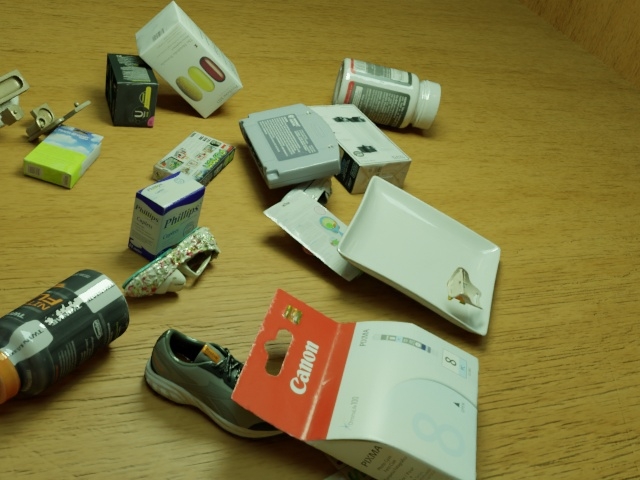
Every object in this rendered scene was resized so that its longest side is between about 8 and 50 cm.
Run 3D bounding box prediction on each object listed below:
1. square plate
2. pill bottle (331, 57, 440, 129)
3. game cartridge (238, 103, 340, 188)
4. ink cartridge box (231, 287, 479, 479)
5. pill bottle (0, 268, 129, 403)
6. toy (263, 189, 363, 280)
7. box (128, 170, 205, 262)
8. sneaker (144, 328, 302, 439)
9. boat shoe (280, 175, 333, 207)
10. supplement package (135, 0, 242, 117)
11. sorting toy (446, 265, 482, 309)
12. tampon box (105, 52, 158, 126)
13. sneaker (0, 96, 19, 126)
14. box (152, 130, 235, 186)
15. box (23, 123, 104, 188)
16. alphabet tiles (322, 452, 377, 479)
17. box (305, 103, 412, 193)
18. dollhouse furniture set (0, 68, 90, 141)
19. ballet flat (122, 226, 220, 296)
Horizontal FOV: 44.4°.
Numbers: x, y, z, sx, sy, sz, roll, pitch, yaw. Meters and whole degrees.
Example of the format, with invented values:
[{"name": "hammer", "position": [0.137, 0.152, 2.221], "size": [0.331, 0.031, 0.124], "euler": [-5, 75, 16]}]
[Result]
[{"name": "square plate", "position": [0.217, 0.030, 1.688], "size": [0.344, 0.049, 0.347], "euler": [30, 35, -1]}, {"name": "pill bottle", "position": [0.186, -0.411, 2.235], "size": [0.283, 0.161, 0.161], "euler": [12, 35, -8]}, {"name": "game cartridge", "position": [-0.066, -0.228, 1.850], "size": [0.196, 0.060, 0.294], "euler": [-17, 39, -9]}, {"name": "ink cartridge box", "position": [0.077, 0.227, 1.288], "size": [0.385, 0.091, 0.308], "euler": [30, 32, -5]}, {"name": "pill bottle", "position": [-0.424, 0.152, 1.217], "size": [0.130, 0.130, 0.245], "euler": [29, 36, 17]}, {"name": "toy", "position": [0.000, 0.000, 1.673], "size": [0.237, 0.056, 0.137], "euler": [36, 40, 17]}, {"name": "box", "position": [-0.302, -0.047, 1.539], "size": [0.072, 0.137, 0.126], "euler": [31, 37, 18]}, {"name": "sneaker", "position": [-0.152, 0.228, 1.249], "size": [0.271, 0.108, 0.100], "euler": [22, 33, 5]}, {"name": "boat shoe", "position": [-0.012, -0.108, 1.816], "size": [0.075, 0.083, 0.226], "euler": [36, 49, 8]}, {"name": "supplement package", "position": [-0.333, -0.457, 1.997], "size": [0.244, 0.139, 0.134], "euler": [42, 16, -39]}, {"name": "sorting toy", "position": [0.297, 0.107, 1.578], "size": [0.075, 0.045, 0.083], "euler": [30, 36, -16]}, {"name": "tampon box", "position": [-0.468, -0.372, 1.938], "size": [0.101, 0.120, 0.161], "euler": [-2, 39, -24]}, {"name": "sneaker", "position": [-0.759, -0.307, 1.725], "size": [0.105, 0.123, 0.290], "euler": [18, 33, 4]}, {"name": "box", "position": [-0.291, -0.182, 1.822], "size": [0.114, 0.036, 0.207], "euler": [22, 35, 8]}, {"name": "box", "position": [-0.557, -0.187, 1.710], "size": [0.109, 0.042, 0.178], "euler": [17, 34, 0]}, {"name": "alphabet tiles", "position": [0.123, 0.391, 1.222], "size": [0.198, 0.009, 0.237], "euler": [-18, 48, -40]}, {"name": "box", "position": [0.081, -0.242, 2.020], "size": [0.169, 0.087, 0.290], "euler": [-10, 43, -33]}, {"name": "dollhouse furniture set", "position": [-0.629, -0.316, 1.728], "size": [0.151, 0.123, 0.144], "euler": [57, 34, -16]}, {"name": "ballet flat", "position": [-0.268, 0.049, 1.476], "size": [0.077, 0.091, 0.241], "euler": [45, 42, 1]}]
